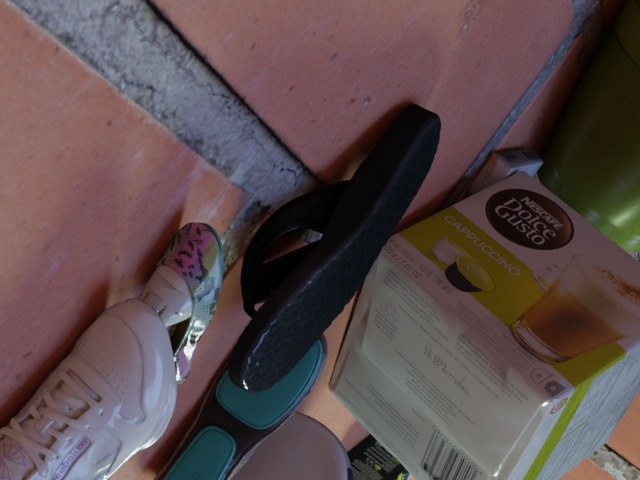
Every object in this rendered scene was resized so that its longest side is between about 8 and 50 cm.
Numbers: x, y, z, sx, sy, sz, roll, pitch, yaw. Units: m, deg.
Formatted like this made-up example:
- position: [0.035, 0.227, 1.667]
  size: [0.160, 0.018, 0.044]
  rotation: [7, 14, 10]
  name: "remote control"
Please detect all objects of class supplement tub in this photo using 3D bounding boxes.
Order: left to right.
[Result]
- position: [-0.054, 0.399, 1.614]
  size: [0.207, 0.207, 0.338]
  rotation: [-43, 156, -23]
  name: "supplement tub"

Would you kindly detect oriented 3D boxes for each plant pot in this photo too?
- position: [0.546, -0.178, 1.825]
  size: [0.366, 0.366, 0.353]
  rotation: [-20, 152, -53]
  name: "plant pot"

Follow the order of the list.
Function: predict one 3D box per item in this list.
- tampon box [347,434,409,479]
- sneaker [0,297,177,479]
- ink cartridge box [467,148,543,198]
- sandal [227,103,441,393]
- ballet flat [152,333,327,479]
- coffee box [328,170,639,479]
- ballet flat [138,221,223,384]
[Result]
- position: [0.074, 0.463, 2.093]
  size: [0.161, 0.101, 0.120]
  rotation: [-31, 148, -42]
  name: "tampon box"
- position: [-0.242, 0.193, 1.069]
  size: [0.305, 0.114, 0.152]
  rotation: [-60, 158, 14]
  name: "sneaker"
- position: [0.270, -0.066, 1.804]
  size: [0.179, 0.045, 0.145]
  rotation: [-53, 160, 26]
  name: "ink cartridge box"
- position: [0.001, 0.001, 1.311]
  size: [0.445, 0.107, 0.167]
  rotation: [-53, 160, -36]
  name: "sandal"
- position: [-0.107, 0.225, 1.429]
  size: [0.316, 0.107, 0.106]
  rotation: [-48, 178, 1]
  name: "ballet flat"
- position: [0.271, 0.160, 1.672]
  size: [0.334, 0.337, 0.338]
  rotation: [-25, 146, -35]
  name: "coffee box"
- position: [-0.156, 0.079, 1.135]
  size: [0.079, 0.077, 0.221]
  rotation: [-25, 149, -41]
  name: "ballet flat"
